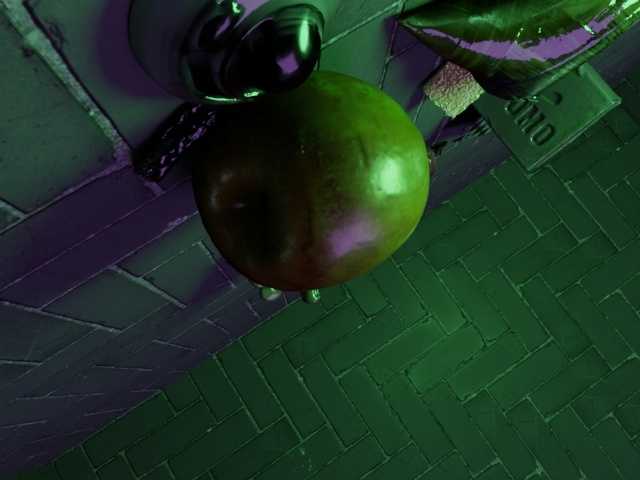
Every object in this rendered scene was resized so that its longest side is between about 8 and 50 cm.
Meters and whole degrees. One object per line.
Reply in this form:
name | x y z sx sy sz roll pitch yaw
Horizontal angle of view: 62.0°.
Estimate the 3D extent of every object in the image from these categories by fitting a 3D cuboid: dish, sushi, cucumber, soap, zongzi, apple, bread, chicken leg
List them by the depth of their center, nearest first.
dish | -0.067 -0.233 0.622 0.273 0.134 0.273 -32 168 -8
cucumber | -0.209 -0.147 0.780 0.181 0.053 0.053 -40 168 14
apple | -0.013 -0.103 0.892 0.384 0.374 0.374 -4 -166 44
zongzi | 0.388 -0.434 0.929 0.432 0.208 0.403 3 152 -47
bread | 0.324 -0.389 1.266 0.152 0.127 0.147 25 129 -37
soap | 0.598 -0.390 1.453 0.107 0.296 0.285 -22 161 -48
sushi | 0.572 -0.445 1.740 0.294 0.059 0.292 -21 161 -51
chicken leg | 0.395 -0.308 1.859 0.145 0.037 0.062 -32 -170 -10

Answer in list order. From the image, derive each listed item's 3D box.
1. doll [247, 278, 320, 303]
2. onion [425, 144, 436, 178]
doll | -0.025 -0.025 1.528 0.382 0.252 0.379 -39 -160 36
onion | 0.242 -0.216 1.531 0.177 0.153 0.177 -42 -176 4
